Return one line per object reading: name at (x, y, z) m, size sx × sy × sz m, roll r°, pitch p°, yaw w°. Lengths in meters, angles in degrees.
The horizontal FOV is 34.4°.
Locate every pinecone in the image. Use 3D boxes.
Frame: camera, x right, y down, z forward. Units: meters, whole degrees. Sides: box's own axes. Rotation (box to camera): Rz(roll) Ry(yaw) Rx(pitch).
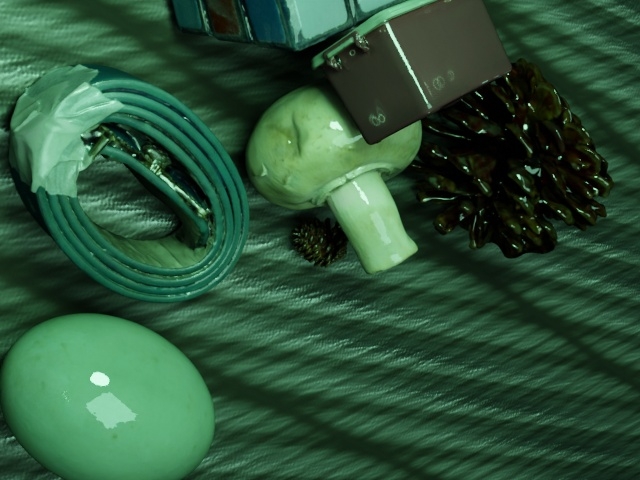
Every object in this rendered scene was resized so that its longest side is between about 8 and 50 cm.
pinecone at (0.348, -0.150, 1.972) m, size 0.398 × 0.398 × 0.397 m, roll -11°, pitch 111°, yaw -31°
pinecone at (0.000, 0.004, 1.950) m, size 0.109 × 0.102 × 0.102 m, roll 9°, pitch 100°, yaw -32°

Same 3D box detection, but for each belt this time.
belt at (-0.307, -0.086, 1.671) m, size 0.300 × 0.173 × 0.436 m, roll -48°, pitch 124°, yaw -9°

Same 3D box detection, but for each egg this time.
egg at (-0.343, 0.269, 1.694) m, size 0.389 × 0.276 × 0.276 m, roll 34°, pitch 85°, yaw -32°

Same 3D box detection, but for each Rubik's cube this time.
Rubik's cube at (-0.040, -0.514, 1.598) m, size 0.362 × 0.359 × 0.363 m, roll -25°, pitch 114°, yaw -30°

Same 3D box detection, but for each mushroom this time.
mushroom at (0.044, -0.147, 1.812) m, size 0.356 × 0.315 × 0.315 m, roll 39°, pitch 82°, yaw -34°

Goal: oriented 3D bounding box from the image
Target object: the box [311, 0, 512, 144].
box at (0.154, -0.279, 1.617) m, size 0.294 × 0.193 × 0.167 m, roll -30°, pitch 92°, yaw -41°
